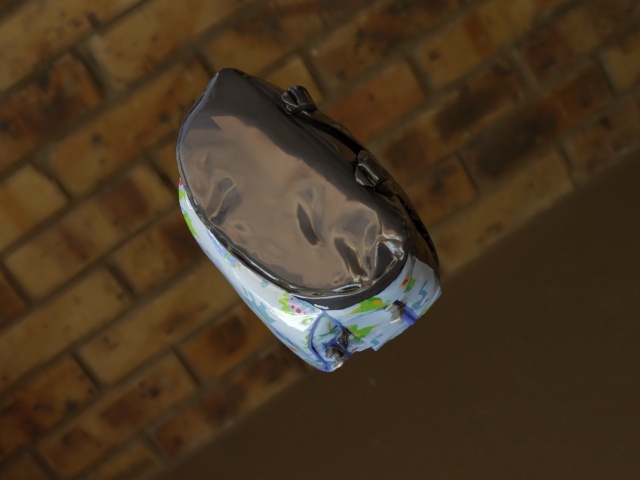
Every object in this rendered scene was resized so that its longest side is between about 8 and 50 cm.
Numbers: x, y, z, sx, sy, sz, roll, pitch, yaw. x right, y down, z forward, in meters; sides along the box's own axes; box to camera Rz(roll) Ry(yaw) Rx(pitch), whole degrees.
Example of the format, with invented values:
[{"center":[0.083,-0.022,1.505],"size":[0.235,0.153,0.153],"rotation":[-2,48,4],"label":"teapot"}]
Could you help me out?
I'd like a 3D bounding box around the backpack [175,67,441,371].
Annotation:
[{"center":[0.000,0.000,1.839],"size":[0.290,0.355,0.273],"rotation":[43,-77,19],"label":"backpack"}]
